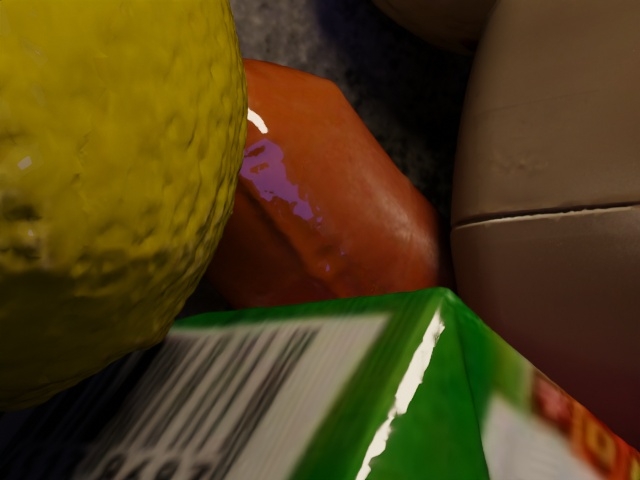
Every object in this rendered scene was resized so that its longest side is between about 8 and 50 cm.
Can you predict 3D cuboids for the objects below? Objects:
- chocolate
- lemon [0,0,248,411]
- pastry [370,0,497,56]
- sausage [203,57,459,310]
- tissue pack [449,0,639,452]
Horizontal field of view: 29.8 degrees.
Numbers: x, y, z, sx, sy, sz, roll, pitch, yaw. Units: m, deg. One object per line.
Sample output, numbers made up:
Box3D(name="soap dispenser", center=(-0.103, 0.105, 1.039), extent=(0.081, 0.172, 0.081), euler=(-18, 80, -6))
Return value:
Box3D(name="chocolate", center=(0.021, 0.175, 0.600), extent=(0.341, 0.360, 0.161), euler=(39, 62, -29))
Box3D(name="lemon", center=(-0.155, -0.057, 0.473), extent=(0.268, 0.322, 0.268), euler=(-2, 107, -5))
Box3D(name="pastry", center=(0.149, -0.232, 0.735), extent=(0.237, 0.170, 0.256), euler=(33, 83, -27))
Box3D(name="sausage", center=(-0.001, 0.002, 0.686), extent=(0.133, 0.133, 0.258), euler=(-51, 120, -17))
Box3D(name="tissue pack", center=(0.252, 0.007, 0.721), extent=(0.387, 0.267, 0.276), euler=(15, 77, -55))
